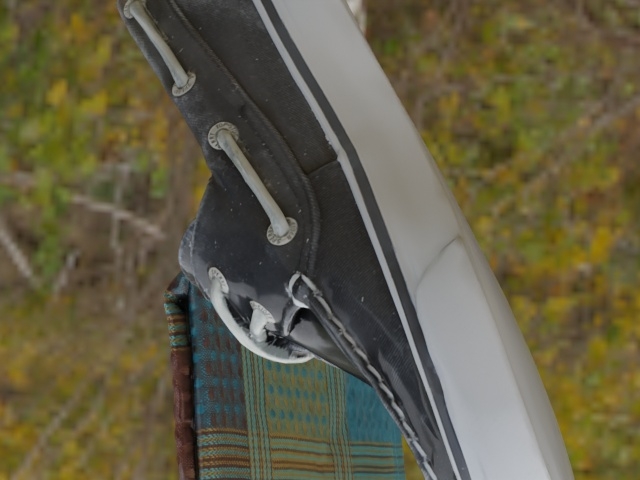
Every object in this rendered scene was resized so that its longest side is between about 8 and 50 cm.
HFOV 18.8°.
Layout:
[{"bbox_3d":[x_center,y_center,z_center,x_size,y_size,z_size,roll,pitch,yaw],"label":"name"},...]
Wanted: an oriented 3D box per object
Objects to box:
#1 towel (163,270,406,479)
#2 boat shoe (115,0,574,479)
[{"bbox_3d":[-0.012,0.170,1.276,0.040,0.271,0.370,-8,169,19],"label":"towel"},{"bbox_3d":[0.000,0.000,0.713,0.102,0.301,0.108,-28,151,4],"label":"boat shoe"}]
